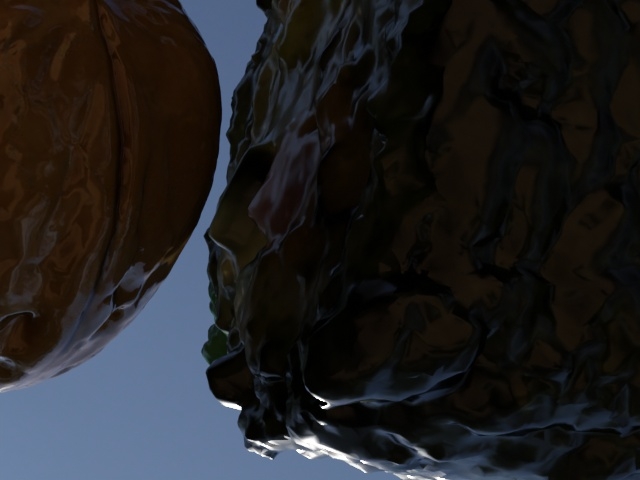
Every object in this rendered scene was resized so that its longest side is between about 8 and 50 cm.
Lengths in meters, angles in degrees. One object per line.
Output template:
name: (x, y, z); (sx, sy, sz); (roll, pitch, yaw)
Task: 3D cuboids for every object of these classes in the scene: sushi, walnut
sushi: (0.065, -0.059, 0.681); (0.294, 0.178, 0.352); (148, -45, -64)
walnut: (-0.130, -0.026, 0.627); (0.165, 0.165, 0.197); (49, -59, 25)

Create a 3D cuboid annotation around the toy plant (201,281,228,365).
toy plant: (0.001, -0.005, 1.037); (0.088, 0.240, 0.154); (37, -41, 8)
